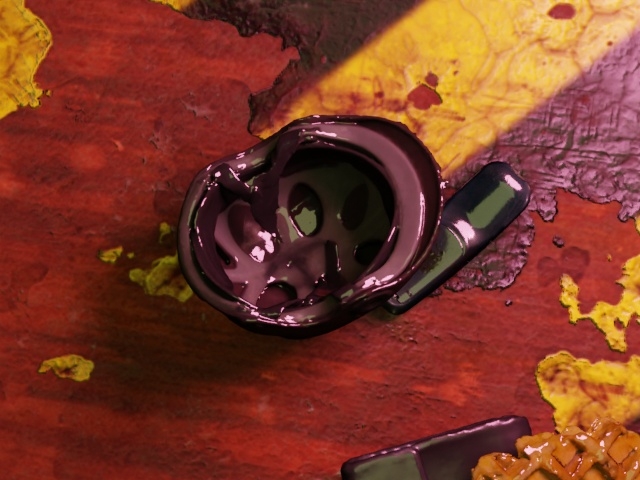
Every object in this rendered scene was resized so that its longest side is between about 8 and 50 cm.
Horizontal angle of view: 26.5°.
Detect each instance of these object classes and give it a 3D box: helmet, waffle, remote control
[{"bbox_3d":[0.000,0.000,1.524,0.305,0.177,0.225,-15,68,3],"label":"helmet"},{"bbox_3d":[0.306,0.349,1.512,0.324,0.068,0.302,-1,83,-17],"label":"waffle"},{"bbox_3d":[0.150,-0.001,1.580,0.222,0.042,0.072,-43,84,4],"label":"remote control"}]

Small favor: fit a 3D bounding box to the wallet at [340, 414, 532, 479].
[{"bbox_3d":[0.179,0.419,1.546,0.228,0.062,0.406,-15,87,-7],"label":"wallet"}]
